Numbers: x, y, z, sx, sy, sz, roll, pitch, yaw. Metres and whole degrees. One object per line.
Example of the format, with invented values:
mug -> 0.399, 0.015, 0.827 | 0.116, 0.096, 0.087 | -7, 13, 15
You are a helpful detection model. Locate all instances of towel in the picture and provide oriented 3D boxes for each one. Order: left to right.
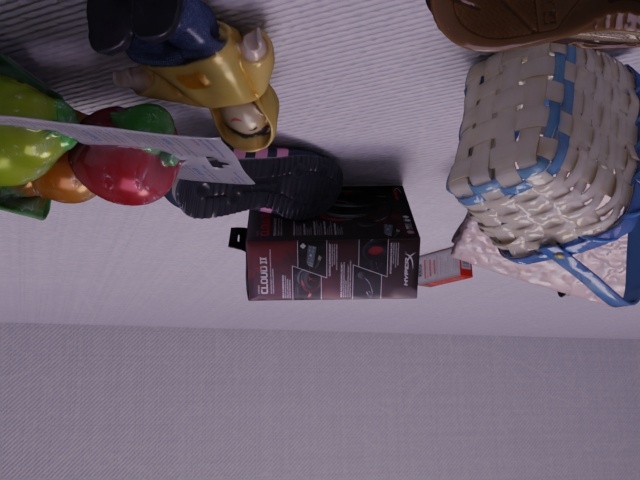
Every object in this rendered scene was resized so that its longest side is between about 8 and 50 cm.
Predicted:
towel -> 0.385, -0.033, 1.200 | 0.317, 0.053, 0.332 | 17, 145, 0

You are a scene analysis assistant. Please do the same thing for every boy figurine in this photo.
boy figurine -> -0.128, -0.177, 0.853 | 0.177, 0.092, 0.285 | -8, 161, 17

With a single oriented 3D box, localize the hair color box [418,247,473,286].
hair color box -> 0.286, 0.061, 1.879 | 0.043, 0.072, 0.141 | 9, 164, -35

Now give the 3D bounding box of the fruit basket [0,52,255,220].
fruit basket -> -0.260, -0.111, 0.883 | 0.353, 0.165, 0.327 | 1, 176, 2

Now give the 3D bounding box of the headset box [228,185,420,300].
headset box -> 0.000, 0.000, 1.311 | 0.293, 0.110, 0.218 | -1, -154, -1

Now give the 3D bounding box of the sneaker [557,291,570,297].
sneaker -> 0.674, 0.096, 2.064 | 0.094, 0.081, 0.208 | -7, 173, -6

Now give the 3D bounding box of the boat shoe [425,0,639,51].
boat shoe -> 0.259, -0.223, 0.702 | 0.342, 0.123, 0.123 | -7, -164, 1

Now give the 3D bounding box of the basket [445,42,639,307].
basket -> 0.291, -0.088, 0.937 | 0.289, 0.254, 0.201 | 29, 151, -27

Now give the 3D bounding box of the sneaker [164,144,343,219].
sneaker -> -0.105, -0.101, 1.193 | 0.319, 0.112, 0.131 | 1, -156, -46
